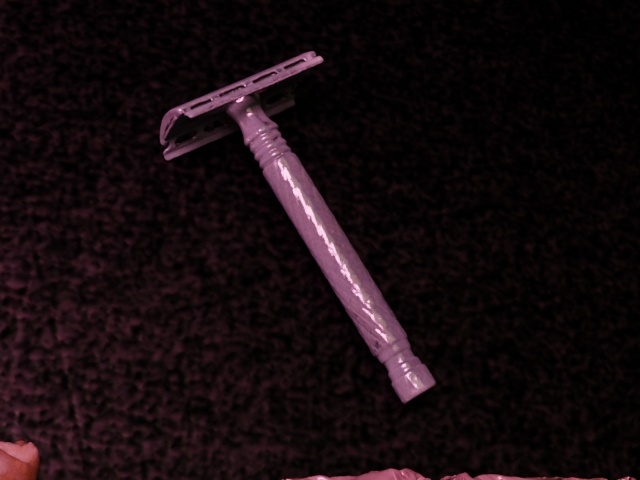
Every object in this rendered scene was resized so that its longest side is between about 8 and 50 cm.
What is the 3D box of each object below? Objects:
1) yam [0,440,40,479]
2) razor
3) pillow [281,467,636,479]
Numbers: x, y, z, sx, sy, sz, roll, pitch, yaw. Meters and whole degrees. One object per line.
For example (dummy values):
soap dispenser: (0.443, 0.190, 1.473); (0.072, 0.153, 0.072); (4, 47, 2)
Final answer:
yam: (-0.190, 0.211, 0.854); (0.057, 0.057, 0.241); (13, 60, -10)
razor: (0.000, 0.000, 1.032); (0.106, 0.068, 0.232); (-25, 79, -26)
pillow: (0.094, 0.196, 0.954); (0.248, 0.049, 0.135); (4, 57, -18)
